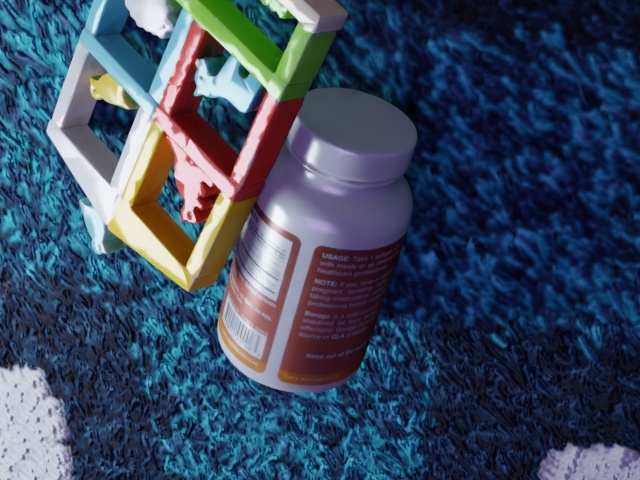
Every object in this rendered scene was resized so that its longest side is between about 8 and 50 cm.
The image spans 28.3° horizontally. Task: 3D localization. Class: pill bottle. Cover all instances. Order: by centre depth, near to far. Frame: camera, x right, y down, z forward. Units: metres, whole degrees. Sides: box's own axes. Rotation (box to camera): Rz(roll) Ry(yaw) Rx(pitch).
[{"bbox_3d":[0.000,0.000,0.953,0.121,0.121,0.216,19,124,3],"label":"pill bottle"}]

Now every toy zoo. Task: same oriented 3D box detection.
[{"bbox_3d":[-0.109,-0.099,0.919,0.192,0.030,0.293,45,128,24],"label":"toy zoo"}]
